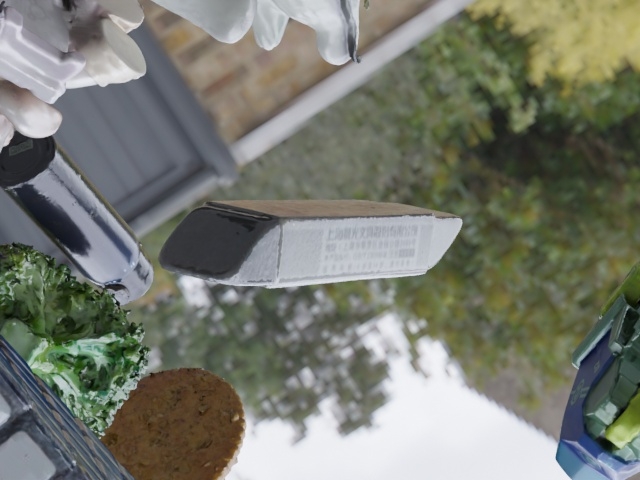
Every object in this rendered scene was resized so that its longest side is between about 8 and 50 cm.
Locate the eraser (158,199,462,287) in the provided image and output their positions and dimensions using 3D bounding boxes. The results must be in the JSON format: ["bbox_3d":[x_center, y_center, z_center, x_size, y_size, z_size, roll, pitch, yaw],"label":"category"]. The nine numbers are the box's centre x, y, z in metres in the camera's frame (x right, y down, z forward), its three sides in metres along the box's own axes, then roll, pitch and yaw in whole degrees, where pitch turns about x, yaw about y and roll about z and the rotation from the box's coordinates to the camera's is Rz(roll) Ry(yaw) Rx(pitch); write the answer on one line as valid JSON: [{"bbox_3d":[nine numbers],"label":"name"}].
[{"bbox_3d":[0.000,0.000,1.469,0.089,0.061,0.352,14,-171,33],"label":"eraser"}]

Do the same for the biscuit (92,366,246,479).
[{"bbox_3d":[-0.212,0.264,2.209,0.254,0.035,0.254,-15,-135,16],"label":"biscuit"}]

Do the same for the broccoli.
[{"bbox_3d":[-0.273,0.100,1.689,0.194,0.220,0.194,-24,173,-3],"label":"broccoli"}]

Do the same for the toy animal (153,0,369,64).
[{"bbox_3d":[-0.073,-0.286,1.616,0.289,0.249,0.174,-13,150,7],"label":"toy animal"}]

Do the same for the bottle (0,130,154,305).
[{"bbox_3d":[-0.248,-0.018,1.765,0.072,0.244,0.082,-12,-124,18],"label":"bottle"}]

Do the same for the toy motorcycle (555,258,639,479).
[{"bbox_3d":[0.364,0.179,1.980,0.200,0.191,0.326,-56,171,33],"label":"toy motorcycle"}]

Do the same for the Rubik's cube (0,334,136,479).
[{"bbox_3d":[-0.243,0.201,1.102,0.238,0.237,0.237,-40,-163,-5],"label":"Rubik's cube"}]

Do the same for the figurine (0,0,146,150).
[{"bbox_3d":[-0.256,-0.101,1.200,0.256,0.182,0.144,-35,149,28],"label":"figurine"}]
